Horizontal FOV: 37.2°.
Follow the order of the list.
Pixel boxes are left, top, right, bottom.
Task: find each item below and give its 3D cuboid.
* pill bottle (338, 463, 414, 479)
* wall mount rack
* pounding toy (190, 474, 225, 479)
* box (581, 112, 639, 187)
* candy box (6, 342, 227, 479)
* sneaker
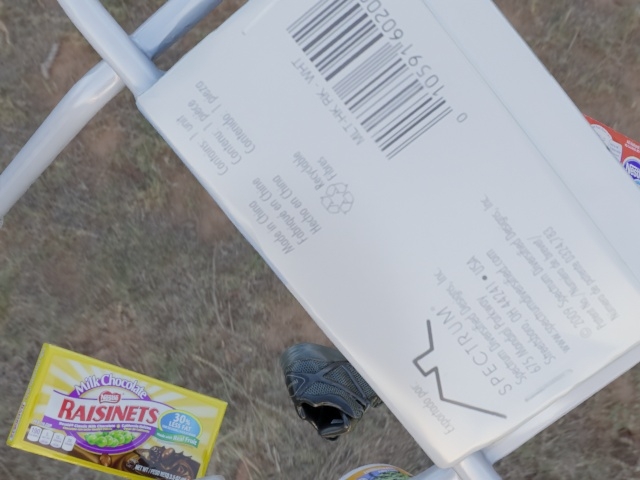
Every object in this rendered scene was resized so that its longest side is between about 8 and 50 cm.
[{"bbox_3d":[0.110,0.343,0.983,0.152,0.272,0.152,-3,97,-25],"label":"pill bottle"},{"bbox_3d":[0.000,0.000,0.392,0.304,0.130,0.350,-38,97,12],"label":"wall mount rack"},{"bbox_3d":[-0.110,0.355,0.890,0.154,0.270,0.155,-2,45,-11],"label":"pounding toy"},{"bbox_3d":[0.271,-0.051,1.028,0.122,0.257,0.128,6,84,47],"label":"box"},{"bbox_3d":[-0.202,0.185,0.970,0.206,0.027,0.105,23,75,-27],"label":"candy box"},{"bbox_3d":[0.054,0.222,1.324,0.227,0.087,0.130,13,48,-31],"label":"sneaker"}]
